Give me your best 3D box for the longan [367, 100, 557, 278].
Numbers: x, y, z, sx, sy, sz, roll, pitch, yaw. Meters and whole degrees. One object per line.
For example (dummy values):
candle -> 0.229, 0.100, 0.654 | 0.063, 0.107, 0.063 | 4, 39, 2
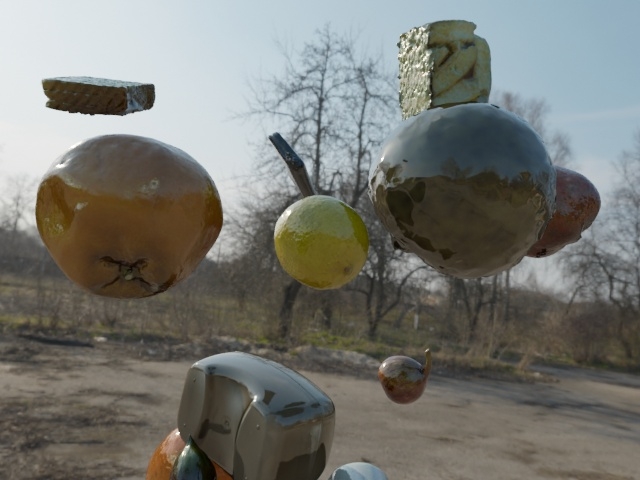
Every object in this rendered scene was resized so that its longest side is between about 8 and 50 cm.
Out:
longan -> 0.300, -0.107, 1.080 | 0.391, 0.390, 0.391 | 7, -6, 1

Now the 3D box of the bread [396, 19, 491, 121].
bread -> 0.405, -0.485, 1.598 | 0.264, 0.395, 0.239 | -11, 13, -18

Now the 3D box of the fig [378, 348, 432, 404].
fig -> 0.321, 0.489, 1.792 | 0.207, 0.175, 0.175 | -21, -16, 18

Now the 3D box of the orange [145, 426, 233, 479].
orange -> -0.326, 0.745, 1.554 | 0.424, 0.423, 0.326 | 10, 30, -28

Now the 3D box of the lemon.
lemon -> 0.000, 0.000, 0.978 | 0.178, 0.178, 0.203 | 14, 26, -47

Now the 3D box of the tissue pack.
tissue pack -> -0.146, 0.441, 1.255 | 0.387, 0.267, 0.277 | 15, 7, 42

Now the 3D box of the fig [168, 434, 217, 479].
fig -> -0.292, 0.526, 1.151 | 0.103, 0.154, 0.109 | -12, -37, 4

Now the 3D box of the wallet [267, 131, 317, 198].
wallet -> -0.070, -0.194, 1.371 | 0.044, 0.149, 0.250 | -36, -24, -2

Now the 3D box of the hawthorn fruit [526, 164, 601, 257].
hawthorn fruit -> 0.637, -0.124, 1.517 | 0.369, 0.284, 0.285 | 51, 18, 28

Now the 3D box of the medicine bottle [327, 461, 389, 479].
medicine bottle -> 0.094, 0.659, 1.123 | 0.170, 0.170, 0.293 | 7, 17, -3

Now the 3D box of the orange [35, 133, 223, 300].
orange -> -0.246, -0.021, 0.687 | 0.249, 0.183, 0.249 | -12, -26, -6

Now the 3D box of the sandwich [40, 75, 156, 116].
sandwich -> -0.477, -0.317, 1.099 | 0.186, 0.065, 0.214 | 7, 19, 0
